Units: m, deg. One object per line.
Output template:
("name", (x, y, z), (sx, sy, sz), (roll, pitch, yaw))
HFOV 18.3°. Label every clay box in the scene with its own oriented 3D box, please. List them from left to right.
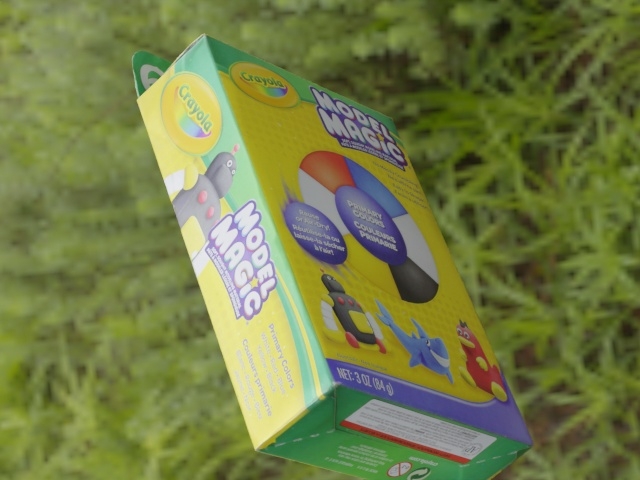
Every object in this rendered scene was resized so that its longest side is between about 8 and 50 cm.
("clay box", (0.000, 0.000, 0.860), (0.053, 0.127, 0.222), (-41, 51, 27))
